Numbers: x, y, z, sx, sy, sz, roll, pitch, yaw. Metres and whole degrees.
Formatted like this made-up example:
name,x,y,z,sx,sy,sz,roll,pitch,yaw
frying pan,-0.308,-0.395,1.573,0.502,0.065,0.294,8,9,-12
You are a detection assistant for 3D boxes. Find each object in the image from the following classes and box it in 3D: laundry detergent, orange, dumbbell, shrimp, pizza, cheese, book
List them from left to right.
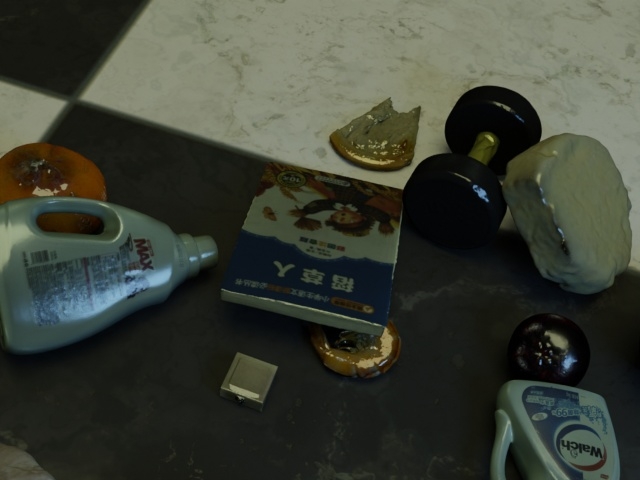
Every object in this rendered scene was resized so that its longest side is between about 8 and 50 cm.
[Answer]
name,x,y,z,sx,sy,sz,roll,pitch,yaw
orange,-0.511,-0.087,1.624,0.224,0.170,0.224,4,53,-6
laundry detergent,-0.378,0.036,1.537,0.398,0.125,0.263,-12,90,-28
book,0.000,0.000,1.671,0.300,0.039,0.428,13,38,1
shrimp,0.039,0.151,1.595,0.150,0.068,0.248,-30,60,-20
pizza,0.150,-0.244,1.946,0.181,0.034,0.262,32,53,17
dumbbell,0.317,-0.155,1.795,0.204,0.203,0.322,25,52,11
laundry detergent,0.386,0.380,1.442,0.215,0.105,0.280,12,53,-2
cheese,0.489,-0.059,1.706,0.327,0.115,0.317,19,67,-33

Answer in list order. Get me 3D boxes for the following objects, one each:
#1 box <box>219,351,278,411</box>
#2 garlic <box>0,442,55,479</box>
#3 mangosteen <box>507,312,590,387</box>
name,x,y,z,sx,sy,sz,roll,pitch,yaw
box,-0.124,0.246,1.508,0.080,0.035,0.083,20,52,6
garlic,-0.489,0.372,1.236,0.219,0.212,0.218,4,57,-6
mangosteen,0.415,0.207,1.573,0.153,0.152,0.152,5,51,-6
